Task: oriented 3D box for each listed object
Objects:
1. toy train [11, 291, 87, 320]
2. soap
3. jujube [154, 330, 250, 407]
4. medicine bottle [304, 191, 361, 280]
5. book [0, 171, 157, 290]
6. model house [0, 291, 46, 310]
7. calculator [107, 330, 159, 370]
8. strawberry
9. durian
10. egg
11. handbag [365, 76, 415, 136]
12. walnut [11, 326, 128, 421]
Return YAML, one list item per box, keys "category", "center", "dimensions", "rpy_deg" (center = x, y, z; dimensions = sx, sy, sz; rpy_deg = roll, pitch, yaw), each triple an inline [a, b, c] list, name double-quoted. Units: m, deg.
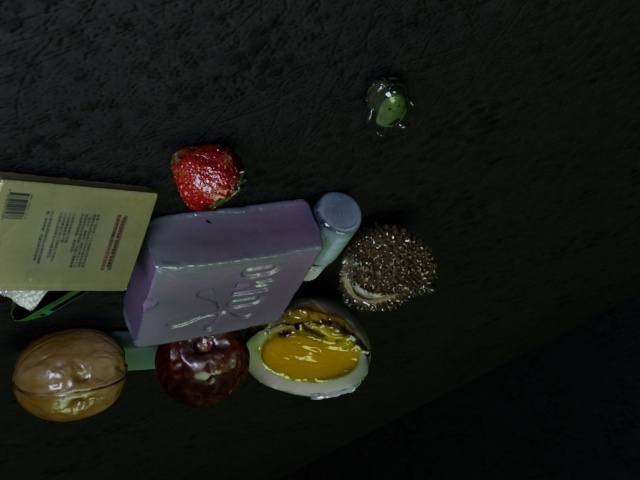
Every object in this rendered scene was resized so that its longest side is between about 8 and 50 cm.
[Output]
- category: "toy train"
  center: [-0.405, 0.075, 1.328]
  dimensions: [0.209, 0.044, 0.042]
  rpy_deg: [-28, 158, 22]
- category: "soap"
  center: [-0.174, 0.056, 1.396]
  dimensions: [0.285, 0.107, 0.296]
  rpy_deg: [-8, 152, -23]
- category: "jujube"
  center: [-0.226, 0.232, 1.605]
  dimensions: [0.183, 0.183, 0.243]
  rpy_deg: [-13, 166, -16]
- category: "medicine bottle"
  center: [0.000, 0.000, 1.436]
  dimensions: [0.083, 0.083, 0.203]
  rpy_deg: [-8, 154, -26]
- category: "book"
  center: [-0.337, -0.007, 1.109]
  dimensions: [0.231, 0.026, 0.161]
  rpy_deg: [4, 114, -47]
- category: "model house"
  center: [-0.415, 0.022, 1.169]
  dimensions: [0.100, 0.088, 0.100]
  rpy_deg: [35, 102, -26]
- category: "calculator"
  center: [-0.370, 0.225, 1.701]
  dimensions: [0.246, 0.045, 0.141]
  rpy_deg: [3, 148, -45]
- category: "strawberry"
  center: [-0.151, -0.088, 1.113]
  dimensions: [0.106, 0.106, 0.106]
  rpy_deg: [-17, 158, -7]
- category: "durian"
  center: [0.129, 0.060, 1.560]
  dimensions: [0.196, 0.167, 0.196]
  rpy_deg: [16, 166, 4]
- category: "egg"
  center: [-0.030, 0.200, 1.781]
  dimensions: [0.286, 0.174, 0.264]
  rpy_deg: [31, 129, -32]
- category: "handbag"
  center: [0.090, -0.187, 1.127]
  dimensions: [0.072, 0.047, 0.111]
  rpy_deg: [-20, 160, -1]
- category: "walnut"
  center: [-0.453, 0.244, 1.523]
  dimensions: [0.207, 0.167, 0.167]
  rpy_deg: [-6, 154, -27]
